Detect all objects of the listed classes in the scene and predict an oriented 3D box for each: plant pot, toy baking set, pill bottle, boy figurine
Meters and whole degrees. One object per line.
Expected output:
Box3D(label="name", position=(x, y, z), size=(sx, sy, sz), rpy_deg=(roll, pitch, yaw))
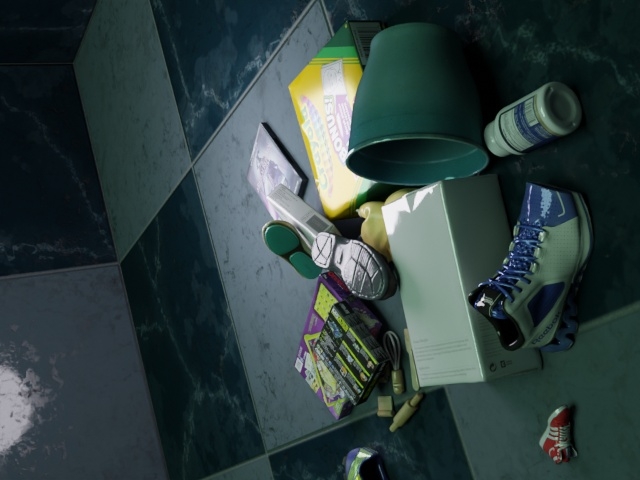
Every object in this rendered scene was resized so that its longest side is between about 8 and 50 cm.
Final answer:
Box3D(label="plant pot", position=(0.184, -0.268, 1.694), size=(0.272, 0.272, 0.255), rpy_deg=(-25, 61, 59))
Box3D(label="toy baking set", position=(0.172, 0.325, 2.052), size=(0.196, 0.030, 0.256), rpy_deg=(65, 146, 27))
Box3D(label="pill bottle", position=(0.367, -0.205, 1.538), size=(0.169, 0.094, 0.094), rpy_deg=(-26, 74, 59))
Box3D(label="boy figurine", position=(0.143, -0.022, 1.959), size=(0.177, 0.092, 0.285), rpy_deg=(53, 138, 25))

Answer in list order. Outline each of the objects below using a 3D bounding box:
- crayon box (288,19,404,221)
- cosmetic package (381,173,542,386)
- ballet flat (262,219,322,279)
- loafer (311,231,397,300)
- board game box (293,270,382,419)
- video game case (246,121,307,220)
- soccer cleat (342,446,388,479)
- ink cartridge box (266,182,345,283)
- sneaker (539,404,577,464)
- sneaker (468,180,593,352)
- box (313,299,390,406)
Box3D(label="crayon box", position=(0.075, -0.265, 2.007), size=(0.313, 0.106, 0.362), rpy_deg=(-35, 67, 56))
Box3D(label="cosmetic package", position=(0.269, 0.082, 1.713), size=(0.217, 0.156, 0.384), rpy_deg=(-19, 79, 59))
Box3D(label="ballet flat", position=(-0.076, 0.008, 2.171), size=(0.086, 0.086, 0.248), rpy_deg=(48, 176, 44))
Box3D(label="loafer", position=(0.089, 0.050, 1.874), size=(0.302, 0.095, 0.109), rpy_deg=(31, 108, 57))
Box3D(label="board game box", position=(0.037, 0.267, 2.210), size=(0.208, 0.056, 0.346), rpy_deg=(51, 141, 35))
Box3D(label="video game case", position=(-0.127, -0.175, 2.458), size=(0.274, 0.026, 0.196), rpy_deg=(54, 140, 38))
Box3D(label="soccer cleat", position=(0.127, 0.652, 2.146), size=(0.121, 0.094, 0.289), rpy_deg=(-16, 83, 53))
Box3D(label="ink cartridge box", position=(0.000, 0.000, 2.188), size=(0.275, 0.060, 0.239), rpy_deg=(40, 170, 50))
Box3D(label="sneaker", position=(0.440, 0.356, 1.590), size=(0.067, 0.042, 0.118), rpy_deg=(-124, 32, -44))
Box3D(label="sneaker", position=(0.360, 0.062, 1.523), size=(0.127, 0.182, 0.315), rpy_deg=(21, 114, 55))
Box3D(label="box", position=(0.070, 0.269, 2.085), size=(0.190, 0.045, 0.184), rpy_deg=(51, 139, 28))
